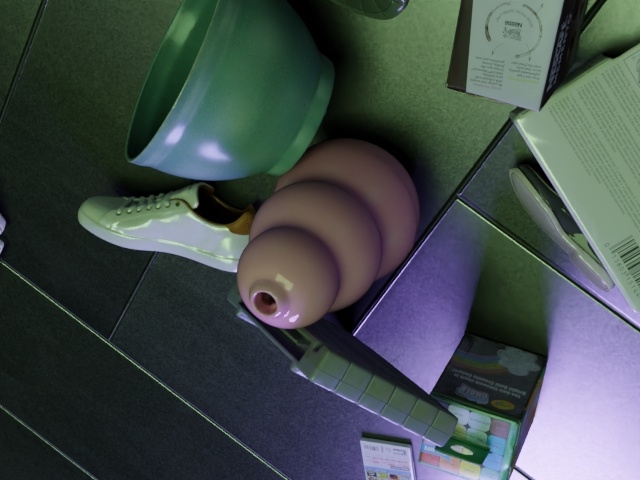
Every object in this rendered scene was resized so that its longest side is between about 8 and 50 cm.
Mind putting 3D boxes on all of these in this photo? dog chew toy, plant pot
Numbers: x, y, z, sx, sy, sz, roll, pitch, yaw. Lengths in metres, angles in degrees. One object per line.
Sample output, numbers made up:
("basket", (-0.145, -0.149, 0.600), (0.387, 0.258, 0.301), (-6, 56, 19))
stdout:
("dog chew toy", (0.000, 0.000, 1.468), (0.207, 0.332, 0.206), (13, 123, 21))
("plant pot", (-0.105, -0.199, 1.466), (0.196, 0.293, 0.293), (23, 131, -19))

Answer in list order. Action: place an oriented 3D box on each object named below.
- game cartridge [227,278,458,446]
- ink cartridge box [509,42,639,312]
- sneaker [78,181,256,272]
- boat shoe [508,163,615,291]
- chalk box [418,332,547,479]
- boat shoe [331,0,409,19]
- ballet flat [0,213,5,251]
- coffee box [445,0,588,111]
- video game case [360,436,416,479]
("game cartridge", (0.020, 0.162, 1.538), (0.230, 0.355, 0.068), (35, 89, -25))
("ink cartridge box", (0.419, -0.100, 1.365), (0.261, 0.066, 0.296), (-32, 101, 11))
("sneaker", (-0.229, -0.047, 1.712), (0.290, 0.106, 0.123), (12, 119, 8))
("boat shoe", (0.330, -0.028, 1.469), (0.065, 0.075, 0.206), (-41, 90, -5))
("chalk box", (0.222, 0.252, 1.575), (0.132, 0.213, 0.132), (17, 124, 18))
("boat shoe", (-0.011, -0.386, 1.409), (0.320, 0.103, 0.118), (27, 146, 17))
("ballet flat", (-0.585, -0.015, 1.933), (0.077, 0.077, 0.231), (15, 129, -6))
("coffee box", (0.242, -0.318, 1.263), (0.119, 0.168, 0.297), (18, 124, 17))
("video game case", (0.113, 0.379, 1.833), (0.087, 0.011, 0.122), (4, 119, 25))
